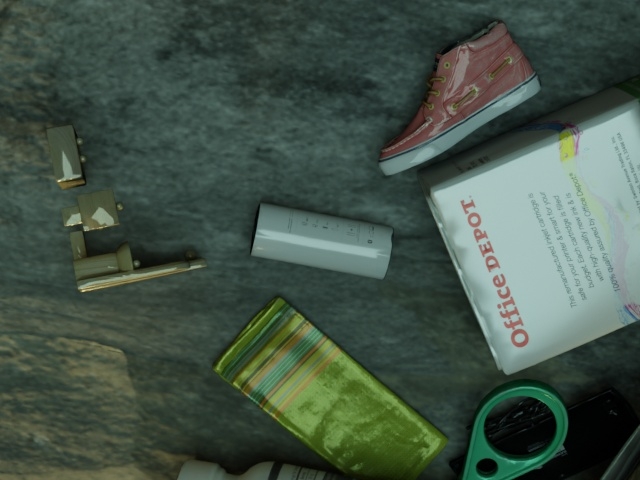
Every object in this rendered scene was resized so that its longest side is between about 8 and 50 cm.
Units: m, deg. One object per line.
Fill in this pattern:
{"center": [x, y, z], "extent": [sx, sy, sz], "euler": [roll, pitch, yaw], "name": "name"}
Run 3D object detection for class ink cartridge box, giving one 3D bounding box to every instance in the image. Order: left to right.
{"center": [0.257, -0.023, 1.728], "extent": [0.278, 0.117, 0.201], "euler": [-23, 103, 1], "name": "ink cartridge box"}

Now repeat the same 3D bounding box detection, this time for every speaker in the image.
{"center": [0.000, 0.000, 1.750], "extent": [0.136, 0.055, 0.055], "euler": [10, 102, -6], "name": "speaker"}

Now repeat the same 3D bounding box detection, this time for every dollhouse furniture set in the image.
{"center": [-0.182, -0.037, 1.700], "extent": [0.123, 0.144, 0.151], "euler": [-11, 89, -6], "name": "dollhouse furniture set"}

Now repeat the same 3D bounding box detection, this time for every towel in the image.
{"center": [0.011, 0.165, 1.807], "extent": [0.237, 0.021, 0.102], "euler": [40, 98, -11], "name": "towel"}

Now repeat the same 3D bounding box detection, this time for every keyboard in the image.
{"center": [0.225, 0.199, 1.824], "extent": [0.192, 0.038, 0.100], "euler": [-26, 110, 12], "name": "keyboard"}

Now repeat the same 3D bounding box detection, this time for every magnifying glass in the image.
{"center": [0.162, 0.234, 1.807], "extent": [0.092, 0.026, 0.231], "euler": [33, 111, -12], "name": "magnifying glass"}

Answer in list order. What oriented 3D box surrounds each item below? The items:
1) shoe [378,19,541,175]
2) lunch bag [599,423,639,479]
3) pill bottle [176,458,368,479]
{"center": [0.119, -0.138, 1.725], "extent": [0.178, 0.063, 0.081], "euler": [-31, 102, -2], "name": "shoe"}
{"center": [0.363, 0.247, 1.714], "extent": [0.169, 0.287, 0.235], "euler": [35, 95, -9], "name": "lunch bag"}
{"center": [-0.009, 0.305, 1.757], "extent": [0.279, 0.162, 0.162], "euler": [10, 102, 5], "name": "pill bottle"}
